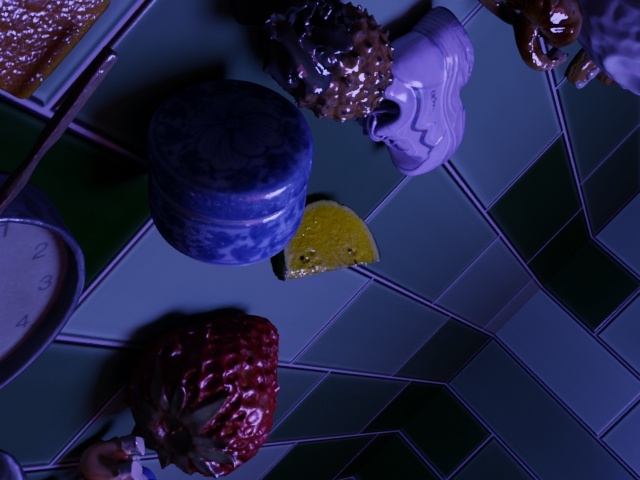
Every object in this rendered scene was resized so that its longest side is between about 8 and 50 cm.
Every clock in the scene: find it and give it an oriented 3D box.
[{"bbox_3d":[-0.323,0.063,0.674,0.280,0.055,0.280,-36,157,-18],"label":"clock"}]

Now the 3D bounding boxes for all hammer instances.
[{"bbox_3d":[-0.233,-0.019,0.581,0.292,0.029,0.058,-50,160,11],"label":"hammer"}]

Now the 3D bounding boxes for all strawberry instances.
[{"bbox_3d":[-0.135,0.180,1.085,0.205,0.205,0.244,-61,174,35],"label":"strawberry"}]

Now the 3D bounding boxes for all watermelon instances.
[{"bbox_3d":[0.001,-0.010,1.056,0.181,0.092,0.075,-7,124,-44],"label":"watermelon"}]

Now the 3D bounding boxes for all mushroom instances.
[{"bbox_3d":[0.242,-0.261,0.932,0.080,0.135,0.170,-42,131,3],"label":"mushroom"}]

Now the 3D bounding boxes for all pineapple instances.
[{"bbox_3d":[-0.010,-0.181,0.704,0.111,0.119,0.237,-47,162,6],"label":"pineapple"}]

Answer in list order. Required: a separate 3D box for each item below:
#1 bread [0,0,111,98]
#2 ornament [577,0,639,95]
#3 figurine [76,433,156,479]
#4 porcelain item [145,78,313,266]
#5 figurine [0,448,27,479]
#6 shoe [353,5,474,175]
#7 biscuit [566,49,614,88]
[{"bbox_3d":[-0.198,-0.147,0.541,0.094,0.035,0.090,-47,158,7],"label":"bread"},{"bbox_3d":[0.452,-0.317,0.949,0.337,0.337,0.337,-36,156,-18],"label":"ornament"},{"bbox_3d":[-0.284,0.342,1.172,0.102,0.111,0.195,-4,136,5],"label":"figurine"},{"bbox_3d":[-0.081,-0.064,0.740,0.147,0.147,0.114,-31,152,-29],"label":"porcelain item"},{"bbox_3d":[-0.399,0.287,0.673,0.340,0.324,0.231,10,95,-74],"label":"figurine"},{"bbox_3d":[0.098,-0.149,0.976,0.137,0.095,0.245,-30,151,-21],"label":"shoe"},{"bbox_3d":[0.547,-0.352,1.432,0.301,0.049,0.197,-18,149,-48],"label":"biscuit"}]
